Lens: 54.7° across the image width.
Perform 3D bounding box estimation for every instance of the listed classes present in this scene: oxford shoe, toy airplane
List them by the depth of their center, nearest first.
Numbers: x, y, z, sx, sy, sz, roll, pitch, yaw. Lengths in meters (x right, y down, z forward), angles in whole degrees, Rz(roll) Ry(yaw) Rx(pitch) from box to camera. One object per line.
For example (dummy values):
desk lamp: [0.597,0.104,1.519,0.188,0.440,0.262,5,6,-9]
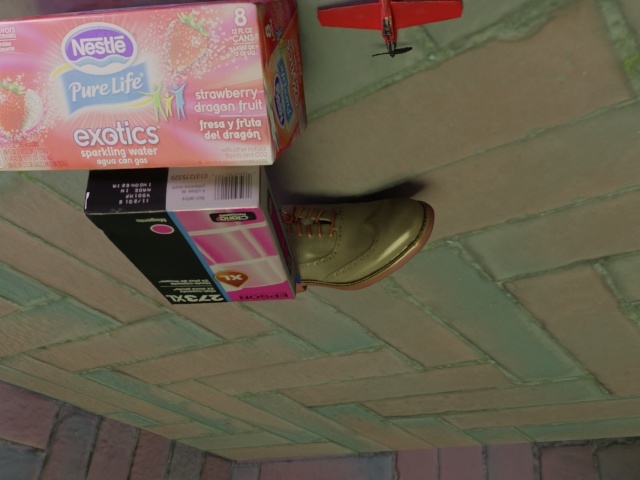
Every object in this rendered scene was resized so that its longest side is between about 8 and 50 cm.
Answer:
toy airplane: [0.065,-0.236,0.605,0.151,0.028,0.151,6,149,4]
oxford shoe: [0.000,0.000,0.919,0.348,0.123,0.130,-19,138,36]

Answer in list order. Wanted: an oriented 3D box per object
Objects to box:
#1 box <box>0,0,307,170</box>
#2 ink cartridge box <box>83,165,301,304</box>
box: [-0.177,-0.158,0.620,0.299,0.154,0.142,0,113,13]
ink cartridge box: [-0.129,0.017,0.765,0.175,0.069,0.371,-3,158,4]
